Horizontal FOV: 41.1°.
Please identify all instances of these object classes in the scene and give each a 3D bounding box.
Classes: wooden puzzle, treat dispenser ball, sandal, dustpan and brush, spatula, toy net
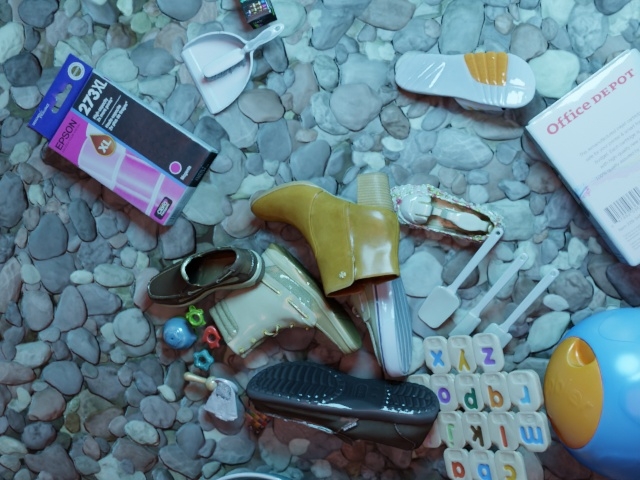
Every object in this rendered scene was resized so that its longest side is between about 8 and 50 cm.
[{"bbox_3d":[-0.119,0.340,1.675,0.049,0.006,0.083,39,98,6],"label":"wooden puzzle"},{"bbox_3d":[0.521,0.257,1.427,0.288,0.288,0.288,0,93,9],"label":"treat dispenser ball"},{"bbox_3d":[0.269,-0.289,1.557,0.265,0.076,0.102,14,80,29],"label":"sandal"},{"bbox_3d":[-0.157,-0.352,1.622,0.211,0.060,0.147,-28,88,9],"label":"dustpan and brush"},{"bbox_3d":[0.303,0.101,1.553,0.168,0.019,0.242,39,120,9],"label":"spatula"},{"bbox_3d":[-0.214,0.240,1.663,0.122,0.045,0.232,-33,92,18],"label":"toy net"}]

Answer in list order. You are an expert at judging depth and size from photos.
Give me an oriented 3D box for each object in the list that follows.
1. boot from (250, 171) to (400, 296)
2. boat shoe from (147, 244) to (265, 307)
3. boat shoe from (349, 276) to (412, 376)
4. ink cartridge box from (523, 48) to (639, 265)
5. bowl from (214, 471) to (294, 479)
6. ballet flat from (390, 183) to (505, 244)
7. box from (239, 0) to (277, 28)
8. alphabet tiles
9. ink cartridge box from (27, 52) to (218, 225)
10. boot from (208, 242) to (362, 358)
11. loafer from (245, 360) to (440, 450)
[{"bbox_3d":[0.001,0.000,1.542,0.295,0.104,0.211,-9,69,24],"label":"boot"},{"bbox_3d":[-0.235,0.059,1.608,0.257,0.095,0.095,-18,64,24],"label":"boat shoe"},{"bbox_3d":[0.103,0.106,1.592,0.094,0.109,0.302,-12,80,22],"label":"boat shoe"},{"bbox_3d":[0.535,-0.142,1.486,0.226,0.131,0.306,-36,85,10],"label":"ink cartridge box"},{"bbox_3d":[-0.107,0.567,1.605,0.312,0.163,0.311,0,92,9],"label":"bowl"},{"bbox_3d":[0.222,-0.052,1.567,0.241,0.077,0.091,12,95,9],"label":"ballet flat"},{"bbox_3d":[-0.123,-0.452,1.611,0.052,0.062,0.083,-21,89,8],"label":"box"},{"bbox_3d":[0.276,0.303,1.524,0.284,0.021,0.277,-12,89,45],"label":"alphabet tiles"},{"bbox_3d":[-0.399,-0.201,1.670,0.371,0.069,0.175,34,97,8],"label":"ink cartridge box"},{"bbox_3d":[-0.068,0.162,1.610,0.203,0.095,0.262,-45,79,7],"label":"boot"},{"bbox_3d":[0.033,0.325,1.586,0.366,0.134,0.130,9,115,16],"label":"loafer"}]
